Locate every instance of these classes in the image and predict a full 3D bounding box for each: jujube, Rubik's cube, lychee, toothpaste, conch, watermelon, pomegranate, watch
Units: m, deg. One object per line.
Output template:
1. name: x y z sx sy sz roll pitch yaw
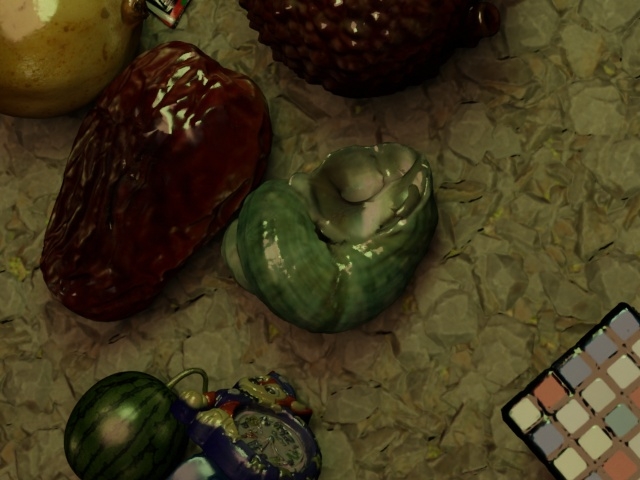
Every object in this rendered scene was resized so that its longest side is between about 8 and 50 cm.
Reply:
1. jujube: -0.197 -0.061 1.890 0.216 0.216 0.342 38 100 17
2. Rubik's cube: 0.323 0.194 1.711 0.184 0.187 0.182 -42 74 7
3. lychee: 0.052 -0.304 1.800 0.330 0.306 0.306 32 90 10
4. toothpaste: -0.243 -0.343 2.020 0.193 0.045 0.071 33 99 11
5. conch: 0.000 0.000 1.837 0.277 0.195 0.220 -12 69 30
6. watermelon: -0.211 0.210 1.873 0.140 0.141 0.187 40 85 17
7. pomegranate: -0.330 -0.273 1.919 0.264 0.264 0.264 -2 81 14
8. watch: -0.100 0.275 1.821 0.171 0.196 0.200 44 115 26
